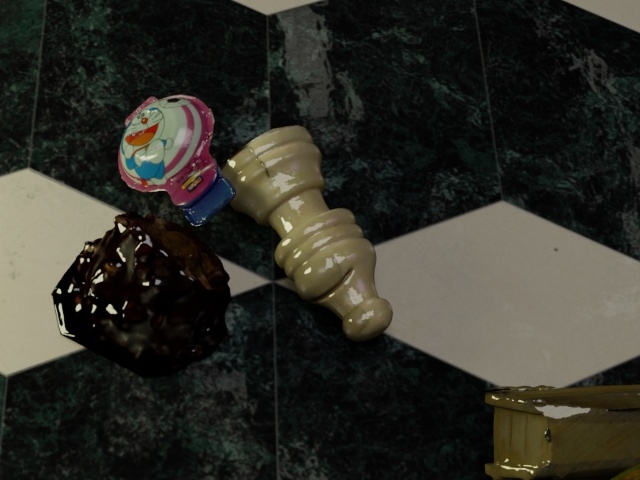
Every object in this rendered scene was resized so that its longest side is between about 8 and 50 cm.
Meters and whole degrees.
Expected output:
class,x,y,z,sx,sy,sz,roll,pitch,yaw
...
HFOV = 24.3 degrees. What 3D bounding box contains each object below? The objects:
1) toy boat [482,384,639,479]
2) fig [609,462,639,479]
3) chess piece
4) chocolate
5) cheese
class,x,y,z,sx,sy,sz,roll,pitch,yaw
toy boat,0.415,0.238,1.853,0.445,0.162,0.136,-2,92,-10
fig,0.426,0.378,1.693,0.239,0.239,0.271,-30,89,-29
chess piece,0.000,0.000,1.969,0.138,0.124,0.307,-5,53,-49
chocolate,-0.207,0.030,1.858,0.224,0.177,0.206,27,53,8
cheese,-0.196,-0.113,2.005,0.155,0.062,0.244,-41,52,4
